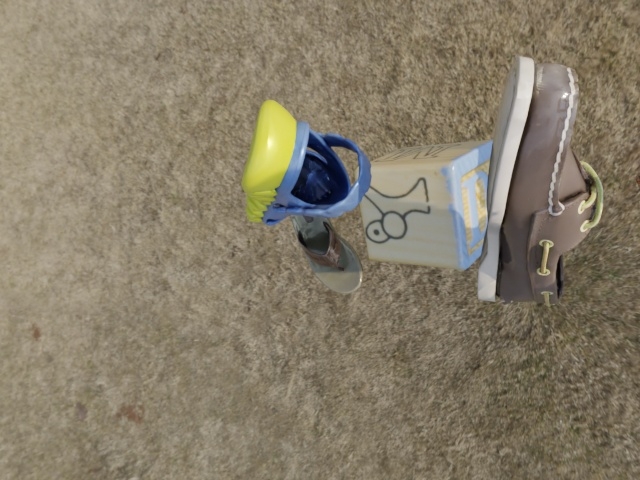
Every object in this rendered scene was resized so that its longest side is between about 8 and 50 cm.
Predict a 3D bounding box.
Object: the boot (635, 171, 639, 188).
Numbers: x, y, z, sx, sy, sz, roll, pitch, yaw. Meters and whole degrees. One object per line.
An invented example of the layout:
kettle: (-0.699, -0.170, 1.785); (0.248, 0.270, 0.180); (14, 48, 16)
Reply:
boot: (0.415, -0.035, 0.380); (0.283, 0.109, 0.220); (-35, 93, -5)

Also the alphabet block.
alphabet block: (0.205, -0.071, 0.824); (0.197, 0.193, 0.193); (6, 113, 42)

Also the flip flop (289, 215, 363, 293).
flip flop: (0.000, 0.000, 0.980); (0.112, 0.080, 0.277); (-24, 97, 16)

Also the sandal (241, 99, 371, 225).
sandal: (-0.024, -0.073, 0.579); (0.138, 0.317, 0.126); (14, 90, -7)

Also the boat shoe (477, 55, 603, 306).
boat shoe: (0.213, -0.031, 0.433); (0.096, 0.325, 0.117); (9, 57, 22)
